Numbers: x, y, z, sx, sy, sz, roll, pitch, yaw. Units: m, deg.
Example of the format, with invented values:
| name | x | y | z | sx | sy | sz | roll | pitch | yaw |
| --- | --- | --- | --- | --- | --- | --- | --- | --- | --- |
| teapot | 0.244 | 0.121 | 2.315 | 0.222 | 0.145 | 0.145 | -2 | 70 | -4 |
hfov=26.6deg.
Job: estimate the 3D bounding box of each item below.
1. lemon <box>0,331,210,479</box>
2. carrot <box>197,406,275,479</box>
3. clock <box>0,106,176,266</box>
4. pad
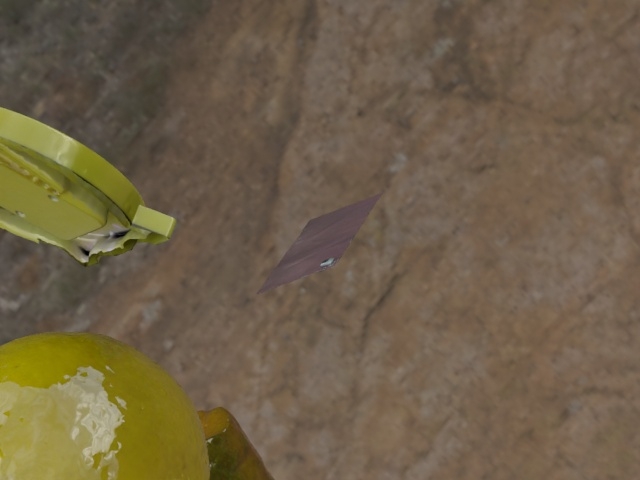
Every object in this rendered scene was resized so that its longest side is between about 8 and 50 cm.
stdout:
| name | x | y | z | sx | sy | sz | roll | pitch | yaw |
| --- | --- | --- | --- | --- | --- | --- | --- | --- | --- |
| lemon | -0.283 | 0.262 | 1.459 | 0.348 | 0.348 | 0.348 | -23 | 47 | 27 |
| carrot | -0.170 | 0.398 | 1.936 | 0.241 | 0.341 | 0.241 | -29 | 9 | 5 |
| clock | -0.320 | -0.073 | 1.510 | 0.277 | 0.293 | 0.071 | -9 | 54 | 50 |
| pad | 0.000 | 0.000 | 1.603 | 0.113 | 0.006 | 0.188 | -21 | 18 | 30 |
